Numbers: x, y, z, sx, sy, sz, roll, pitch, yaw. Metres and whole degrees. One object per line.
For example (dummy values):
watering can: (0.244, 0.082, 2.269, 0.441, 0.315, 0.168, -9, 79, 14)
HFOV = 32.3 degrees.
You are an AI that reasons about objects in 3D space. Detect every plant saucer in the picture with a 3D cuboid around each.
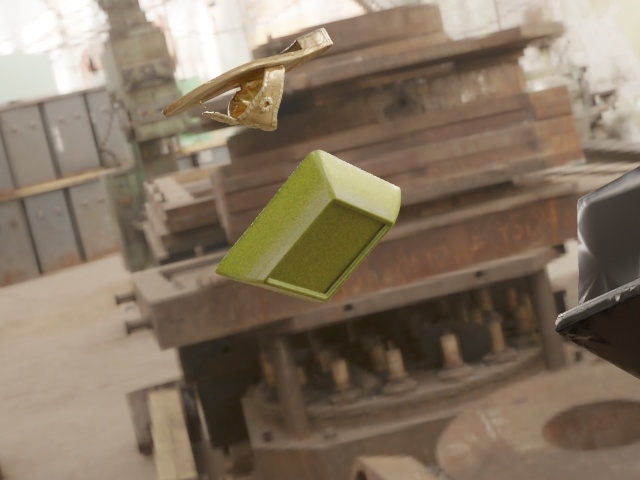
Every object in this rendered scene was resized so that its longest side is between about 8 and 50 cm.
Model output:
plant saucer: (0.000, 0.000, 1.291, 0.188, 0.045, 0.188, -50, -35, 15)

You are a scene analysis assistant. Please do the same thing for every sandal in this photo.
sandal: (-0.063, -0.167, 1.271, 0.240, 0.079, 0.088, -33, 3, -34)

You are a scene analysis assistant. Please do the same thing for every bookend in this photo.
bookend: (0.187, -0.005, 0.501, 0.156, 0.157, 0.072, 29, -40, -25)
